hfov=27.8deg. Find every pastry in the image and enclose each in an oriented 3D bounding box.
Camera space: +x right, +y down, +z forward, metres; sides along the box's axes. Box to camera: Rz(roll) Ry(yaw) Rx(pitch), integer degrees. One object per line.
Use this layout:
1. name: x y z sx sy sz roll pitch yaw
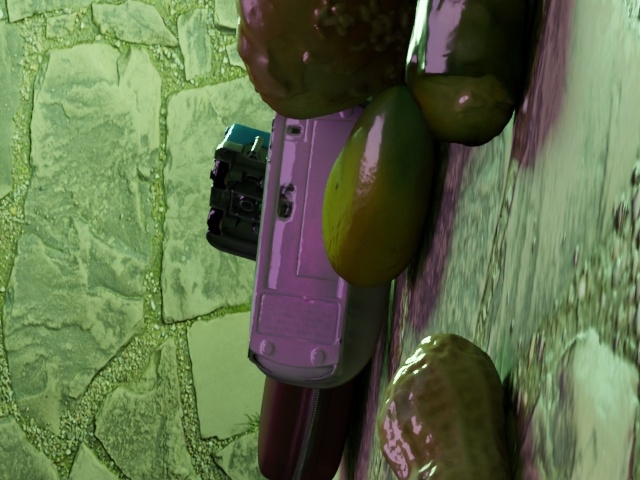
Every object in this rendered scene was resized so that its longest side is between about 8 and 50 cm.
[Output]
1. pastry: 0.024 -0.274 1.246 0.284 0.184 0.316 70 -158 -73

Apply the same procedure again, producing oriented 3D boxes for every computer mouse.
1. computer mouse: 0.000 0.000 1.372 0.072 0.158 0.310 6 -90 -61

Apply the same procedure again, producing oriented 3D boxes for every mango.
1. mango: 0.054 -0.040 1.183 0.237 0.091 0.137 105 163 -66

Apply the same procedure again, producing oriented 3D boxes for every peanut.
1. peanut: 0.073 0.130 0.773 0.174 0.080 0.080 -88 5 -45

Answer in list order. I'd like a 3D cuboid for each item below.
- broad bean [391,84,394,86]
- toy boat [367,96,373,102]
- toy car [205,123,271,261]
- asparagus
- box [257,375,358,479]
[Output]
1. broad bean: 0.083 -0.305 1.446 0.060 0.043 0.298 -44 -41 -82
2. toy boat: 0.013 -0.242 1.467 0.227 0.085 0.155 60 172 14
3. toy car: -0.080 -0.067 1.597 0.191 0.097 0.100 102 -173 -46
4. asparagus: 0.108 -0.233 0.835 0.085 0.082 0.343 0 -82 -58
5. box: -0.002 0.104 1.579 0.263 0.108 0.404 -89 7 -64
